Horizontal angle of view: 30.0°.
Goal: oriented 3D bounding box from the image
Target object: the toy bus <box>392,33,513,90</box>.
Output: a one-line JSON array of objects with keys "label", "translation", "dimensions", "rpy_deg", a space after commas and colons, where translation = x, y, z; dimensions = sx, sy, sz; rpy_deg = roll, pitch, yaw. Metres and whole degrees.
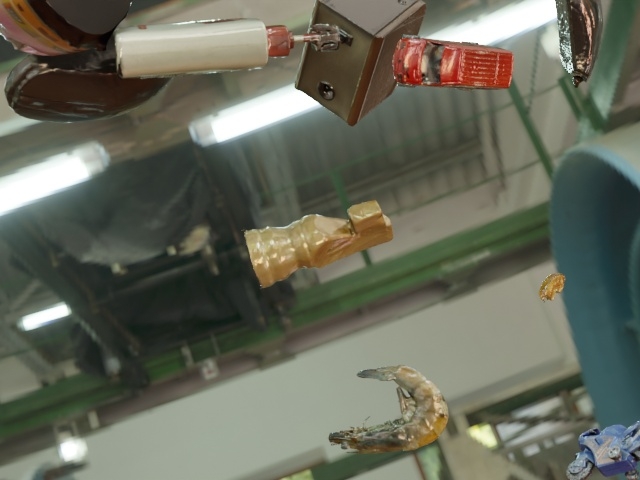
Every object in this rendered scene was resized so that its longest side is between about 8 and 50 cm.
[{"label": "toy bus", "translation": [0.208, -0.277, 1.887], "dimensions": [0.195, 0.081, 0.089], "rpy_deg": [-1, 12, -34]}]

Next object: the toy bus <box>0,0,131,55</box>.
[{"label": "toy bus", "translation": [-0.314, -0.403, 1.490], "dimensions": [0.162, 0.387, 0.171], "rpy_deg": [-9, -31, 39]}]

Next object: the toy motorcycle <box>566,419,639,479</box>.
[{"label": "toy motorcycle", "translation": [0.547, 0.383, 2.207], "dimensions": [0.205, 0.114, 0.076], "rpy_deg": [-25, -61, 31]}]

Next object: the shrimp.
[{"label": "shrimp", "translation": [0.107, 0.290, 2.033], "dimensions": [0.217, 0.150, 0.051], "rpy_deg": [-15, 4, 15]}]

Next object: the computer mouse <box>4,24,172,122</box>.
[{"label": "computer mouse", "translation": [-0.296, -0.216, 1.635], "dimensions": [0.269, 0.086, 0.137], "rpy_deg": [-20, -15, -30]}]

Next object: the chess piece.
[{"label": "chess piece", "translation": [0.000, 0.000, 2.439], "dimensions": [0.300, 0.137, 0.137], "rpy_deg": [-16, -22, -2]}]

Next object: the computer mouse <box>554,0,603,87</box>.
[{"label": "computer mouse", "translation": [0.506, -0.428, 2.320], "dimensions": [0.088, 0.264, 0.147], "rpy_deg": [-6, 22, 3]}]

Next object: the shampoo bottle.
[{"label": "shampoo bottle", "translation": [-0.123, -0.251, 1.530], "dimensions": [0.284, 0.071, 0.153], "rpy_deg": [-8, 10, -11]}]

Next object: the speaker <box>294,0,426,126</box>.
[{"label": "speaker", "translation": [0.072, -0.366, 2.250], "dimensions": [0.192, 0.153, 0.231], "rpy_deg": [-43, -18, -37]}]

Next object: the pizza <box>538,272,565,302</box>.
[{"label": "pizza", "translation": [0.368, 0.075, 1.905], "dimensions": [0.016, 0.037, 0.083], "rpy_deg": [-9, 19, 41]}]
